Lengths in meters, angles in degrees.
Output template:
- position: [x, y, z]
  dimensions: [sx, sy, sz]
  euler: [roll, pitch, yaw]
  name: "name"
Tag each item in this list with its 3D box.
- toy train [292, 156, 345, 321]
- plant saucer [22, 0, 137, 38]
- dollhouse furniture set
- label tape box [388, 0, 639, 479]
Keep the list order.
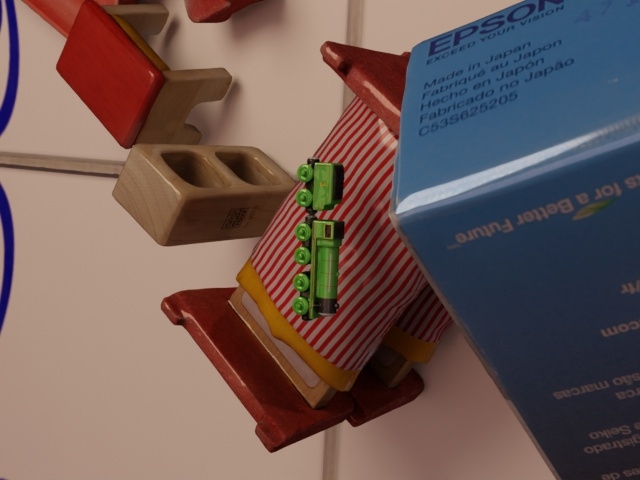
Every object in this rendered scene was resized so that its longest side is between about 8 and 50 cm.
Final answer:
- position: [0.000, 0.000, 0.534]
  dimensions: [0.024, 0.017, 0.083]
  euler: [5, 97, 27]
  name: "toy train"
- position: [-0.207, -0.310, 0.841]
  dimensions: [0.259, 0.048, 0.258]
  euler: [39, 130, 29]
  name: "plant saucer"
- position: [-0.044, -0.078, 0.672]
  dimensions: [0.374, 0.152, 0.201]
  euler: [47, 120, 26]
  name: "dollhouse furniture set"
- position: [0.215, 0.041, 0.403]
  dimensions: [0.249, 0.347, 0.115]
  euler: [-20, 36, 24]
  name: "label tape box"
